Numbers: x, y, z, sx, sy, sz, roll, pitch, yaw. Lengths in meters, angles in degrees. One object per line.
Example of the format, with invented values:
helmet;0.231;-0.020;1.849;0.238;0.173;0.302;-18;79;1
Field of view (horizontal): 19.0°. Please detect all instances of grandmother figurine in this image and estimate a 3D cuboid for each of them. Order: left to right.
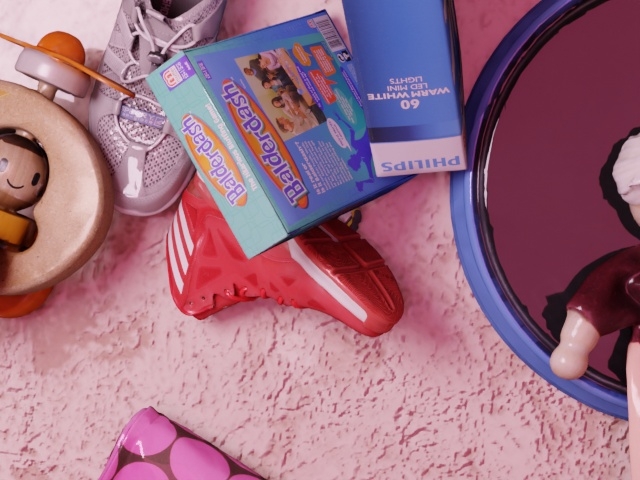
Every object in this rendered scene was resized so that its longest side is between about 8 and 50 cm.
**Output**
grandmother figurine;0.272;0.075;1.451;0.208;0.104;0.342;-1;87;-23

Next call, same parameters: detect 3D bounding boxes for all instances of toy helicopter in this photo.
toy helicopter;-0.294;-0.119;1.556;0.235;0.140;0.355;-42;74;10

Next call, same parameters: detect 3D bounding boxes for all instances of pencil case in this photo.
pencil case;-0.085;0.228;1.557;0.209;0.095;0.098;35;108;6

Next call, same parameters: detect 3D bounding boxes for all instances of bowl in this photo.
bowl;0.298;-0.041;1.530;0.391;0.077;0.391;0;90;5

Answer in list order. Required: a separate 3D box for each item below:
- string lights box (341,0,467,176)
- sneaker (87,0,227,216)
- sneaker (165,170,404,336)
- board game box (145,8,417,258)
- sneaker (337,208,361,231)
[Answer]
string lights box;0.060;-0.182;1.444;0.077;0.259;0.133;-5;51;7
sneaker;-0.135;-0.159;1.545;0.105;0.115;0.281;11;91;5
sneaker;-0.037;0.034;1.543;0.221;0.087;0.128;44;116;28
board game box;-0.025;-0.088;1.494;0.047;0.210;0.160;-31;87;34
sneaker;0.000;0.000;1.581;0.035;0.031;0.083;44;101;30
